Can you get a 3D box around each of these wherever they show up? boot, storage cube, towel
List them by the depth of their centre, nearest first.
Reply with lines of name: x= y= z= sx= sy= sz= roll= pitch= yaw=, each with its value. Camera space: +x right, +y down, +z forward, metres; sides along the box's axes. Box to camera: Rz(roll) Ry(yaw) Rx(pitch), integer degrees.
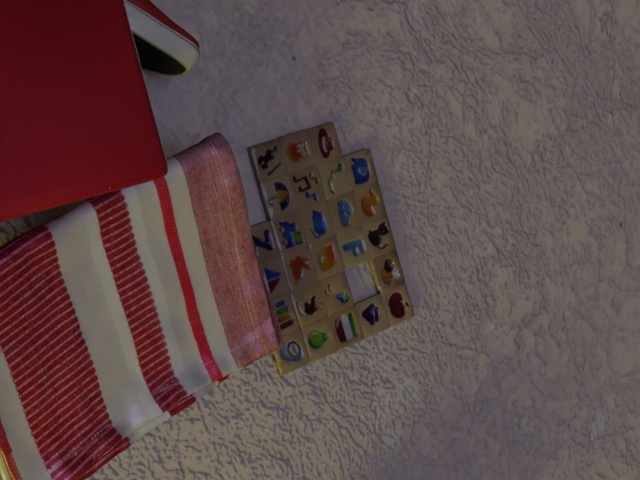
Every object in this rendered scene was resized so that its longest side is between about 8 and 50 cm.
storage cube: x=-0.274 y=-0.115 z=1.170 sx=0.193 sy=0.183 sz=0.215 roll=-18 pitch=97 yaw=-38
towel: x=-0.180 y=0.070 z=1.284 sx=0.329 sy=0.037 sz=0.237 roll=-32 pitch=119 yaw=-35
boot: x=-0.196 y=-0.278 z=1.312 sx=0.244 sy=0.088 sz=0.176 roll=31 pitch=66 yaw=-28

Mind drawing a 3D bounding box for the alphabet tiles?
alphabet tiles: x=0.000 y=0.000 z=1.485 sx=0.198 sy=0.009 sz=0.237 roll=-21 pitch=98 yaw=-37
